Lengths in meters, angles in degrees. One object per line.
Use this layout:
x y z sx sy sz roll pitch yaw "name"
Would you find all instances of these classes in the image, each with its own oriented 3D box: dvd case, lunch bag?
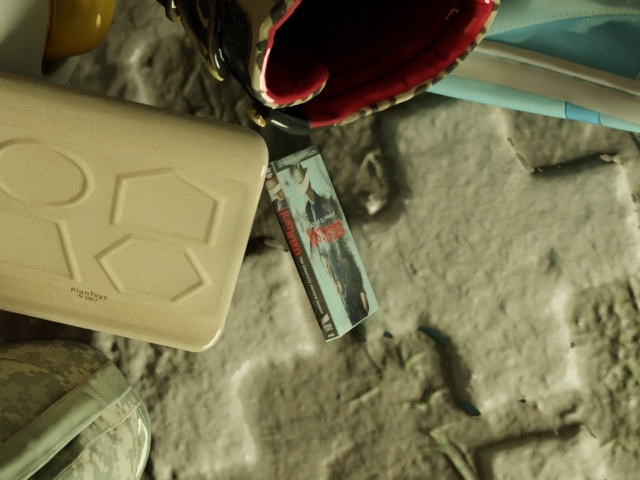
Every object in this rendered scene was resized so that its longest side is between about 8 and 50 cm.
0.000 0.000 1.290 0.013 0.087 0.119 -21 92 22 "dvd case"
-0.259 0.193 1.290 0.256 0.305 0.212 -41 89 21 "lunch bag"

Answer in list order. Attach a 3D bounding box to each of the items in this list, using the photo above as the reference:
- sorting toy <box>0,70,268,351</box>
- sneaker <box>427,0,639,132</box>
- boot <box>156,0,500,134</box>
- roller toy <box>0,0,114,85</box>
-0.142 -0.019 1.292 0.193 0.038 0.208 13 138 -4 "sorting toy"
0.185 -0.176 1.181 0.319 0.127 0.208 11 104 14 "sneaker"
-0.107 -0.170 1.104 0.284 0.377 0.138 38 123 35 "boot"
-0.253 -0.163 1.306 0.209 0.146 0.191 -37 86 30 "roller toy"
